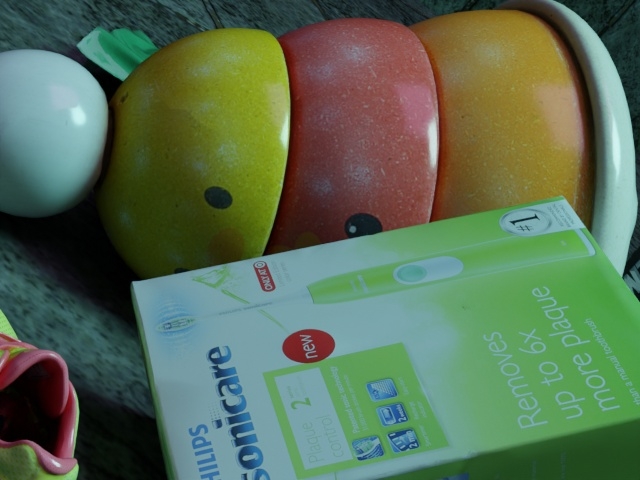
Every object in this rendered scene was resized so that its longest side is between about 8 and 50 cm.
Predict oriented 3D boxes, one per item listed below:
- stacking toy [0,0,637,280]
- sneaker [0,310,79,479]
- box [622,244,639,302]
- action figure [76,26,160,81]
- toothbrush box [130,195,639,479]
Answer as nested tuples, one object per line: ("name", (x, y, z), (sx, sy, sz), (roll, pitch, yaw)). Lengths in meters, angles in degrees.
("stacking toy", (-0.046, -0.041, 1.038), (0.480, 0.350, 0.350), (7, 31, -20))
("sneaker", (-0.163, 0.082, 0.725), (0.081, 0.094, 0.208), (25, 22, -36))
("box", (0.282, 0.112, 1.219), (0.073, 0.293, 0.295), (49, 19, 28))
("action figure", (-0.108, -0.121, 1.305), (0.232, 0.063, 0.137), (32, 25, 8))
("toothbrush box", (0.048, 0.099, 0.817), (0.283, 0.122, 0.206), (-12, 36, -8))
